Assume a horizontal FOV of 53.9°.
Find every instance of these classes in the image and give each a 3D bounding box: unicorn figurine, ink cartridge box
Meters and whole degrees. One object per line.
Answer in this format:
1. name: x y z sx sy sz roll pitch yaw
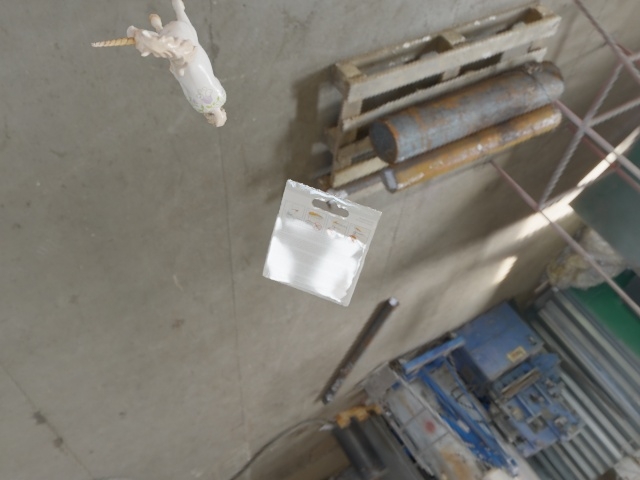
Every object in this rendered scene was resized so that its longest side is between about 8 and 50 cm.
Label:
1. unicorn figurine: -0.125 -0.163 0.559 0.060 0.111 0.162 -36 137 11
2. ink cartridge box: 0.000 0.000 0.939 0.045 0.145 0.179 -64 173 -59
